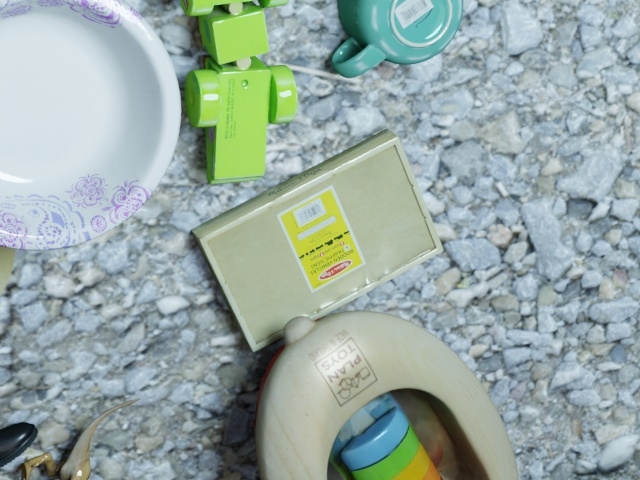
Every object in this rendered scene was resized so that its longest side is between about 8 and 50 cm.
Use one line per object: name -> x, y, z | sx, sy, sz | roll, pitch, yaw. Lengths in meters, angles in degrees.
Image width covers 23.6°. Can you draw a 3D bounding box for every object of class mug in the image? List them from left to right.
mug -> 0.092, -0.251, 1.728 | 0.129, 0.097, 0.158 | 4, 107, -22

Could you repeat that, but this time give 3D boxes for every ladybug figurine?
ladybug figurine -> 0.068, 0.268, 1.856 | 0.305, 0.162, 0.449 | -34, 112, -17

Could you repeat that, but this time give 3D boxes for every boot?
boot -> -0.396, 0.218, 1.744 | 0.121, 0.045, 0.099 | -34, 114, -6

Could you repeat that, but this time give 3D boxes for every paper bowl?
paper bowl -> -0.298, -0.143, 1.591 | 0.284, 0.148, 0.284 | -7, 111, -18

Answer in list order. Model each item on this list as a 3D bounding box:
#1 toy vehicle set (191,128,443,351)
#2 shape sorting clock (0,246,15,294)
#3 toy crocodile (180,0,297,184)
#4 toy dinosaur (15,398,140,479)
toy vehicle set -> 0.000, 0.000, 1.819 | 0.267, 0.035, 0.166 | -27, 116, -10
shape sorting clock -> -0.432, 0.008, 1.653 | 0.206, 0.040, 0.206 | -6, 103, -27
toy crocodile -> -0.096, -0.222, 1.675 | 0.115, 0.105, 0.340 | -10, 117, -18
toy dinosaur -> -0.291, 0.268, 1.802 | 0.112, 0.064, 0.211 | -7, 122, -38
